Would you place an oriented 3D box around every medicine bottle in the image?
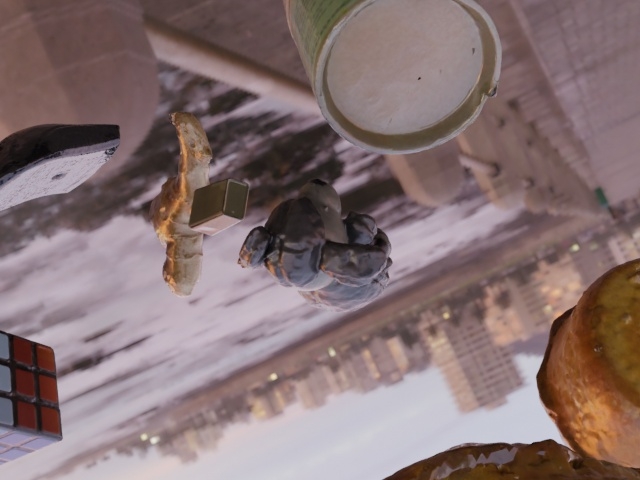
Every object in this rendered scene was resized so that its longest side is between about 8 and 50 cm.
[{"bbox_3d":[0.070,-0.316,1.503,0.235,0.236,0.406,-26,-143,7],"label":"medicine bottle"}]

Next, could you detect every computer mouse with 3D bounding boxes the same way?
[{"bbox_3d":[-0.381,-0.116,1.561,0.147,0.088,0.264,-34,172,29],"label":"computer mouse"}]

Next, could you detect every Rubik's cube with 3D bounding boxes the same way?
[{"bbox_3d":[-0.503,0.240,1.704,0.162,0.163,0.160,-21,154,22],"label":"Rubik's cube"}]

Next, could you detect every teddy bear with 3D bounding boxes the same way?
[{"bbox_3d":[0.016,0.006,1.435,0.171,0.144,0.251,12,170,18],"label":"teddy bear"}]

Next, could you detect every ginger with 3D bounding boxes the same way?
[{"bbox_3d":[-0.218,-0.062,1.817,0.081,0.148,0.334,-7,136,-26],"label":"ginger"}]

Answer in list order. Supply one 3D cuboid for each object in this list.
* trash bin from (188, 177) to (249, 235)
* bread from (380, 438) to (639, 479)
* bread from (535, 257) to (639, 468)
[{"bbox_3d":[-0.137,-0.047,1.548,0.043,0.061,0.092,18,161,-31],"label":"trash bin"},{"bbox_3d":[0.140,0.335,0.777,0.398,0.398,0.215,-24,-158,-8],"label":"bread"},{"bbox_3d":[0.387,0.147,1.446,0.340,0.179,0.194,-59,175,-39],"label":"bread"}]
